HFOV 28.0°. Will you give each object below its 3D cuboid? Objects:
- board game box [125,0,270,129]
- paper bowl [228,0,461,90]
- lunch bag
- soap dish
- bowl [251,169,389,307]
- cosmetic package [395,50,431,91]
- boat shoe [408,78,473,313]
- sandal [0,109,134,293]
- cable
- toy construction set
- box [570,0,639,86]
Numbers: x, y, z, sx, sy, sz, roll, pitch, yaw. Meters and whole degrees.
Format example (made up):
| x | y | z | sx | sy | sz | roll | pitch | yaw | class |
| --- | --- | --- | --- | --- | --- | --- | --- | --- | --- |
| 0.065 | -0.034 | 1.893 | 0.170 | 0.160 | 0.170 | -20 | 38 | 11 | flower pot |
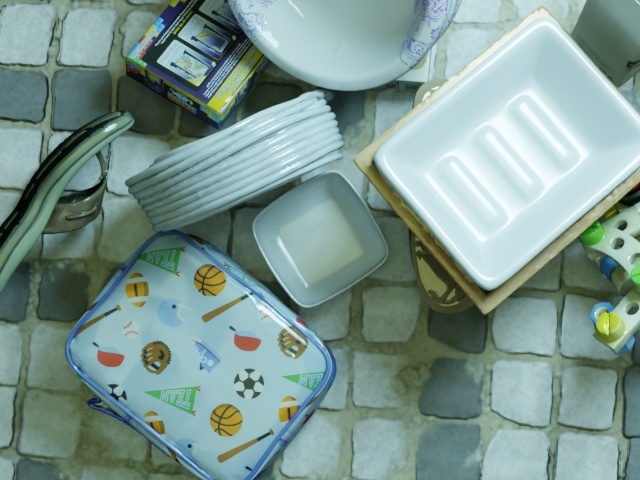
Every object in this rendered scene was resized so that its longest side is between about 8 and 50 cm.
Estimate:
| x | y | z | sx | sy | sz | roll | pitch | yaw | class |
| --- | --- | --- | --- | --- | --- | --- | --- | --- | --- |
| -0.139 | -0.242 | 1.608 | 0.141 | 0.048 | 0.170 | 32 | 66 | 6 | board game box |
| 0.034 | -0.331 | 1.505 | 0.284 | 0.148 | 0.284 | 14 | 127 | 19 | paper bowl |
| -0.151 | 0.145 | 1.561 | 0.303 | 0.115 | 0.243 | 38 | 90 | 7 | lunch bag |
| 0.216 | -0.090 | 1.470 | 0.291 | 0.118 | 0.229 | -40 | 85 | -9 | soap dish |
| 0.000 | 0.000 | 1.593 | 0.142 | 0.053 | 0.142 | -32 | 83 | 0 | bowl |
| 0.120 | -0.248 | 1.609 | 0.041 | 0.060 | 0.115 | 5 | 82 | 5 | cosmetic package |
| 0.151 | -0.050 | 1.568 | 0.102 | 0.092 | 0.285 | -4 | 81 | -4 | boat shoe |
| -0.328 | -0.038 | 1.607 | 0.086 | 0.120 | 0.303 | 36 | 89 | -20 | sandal |
| -0.098 | -0.090 | 1.513 | 0.257 | 0.257 | 0.089 | -23 | 96 | 12 | cable |
| 0.442 | -0.007 | 1.493 | 0.327 | 0.151 | 0.215 | -21 | 47 | 4 | toy construction set |
| 0.374 | -0.274 | 1.483 | 0.113 | 0.275 | 0.094 | -41 | 82 | -1 | box |
